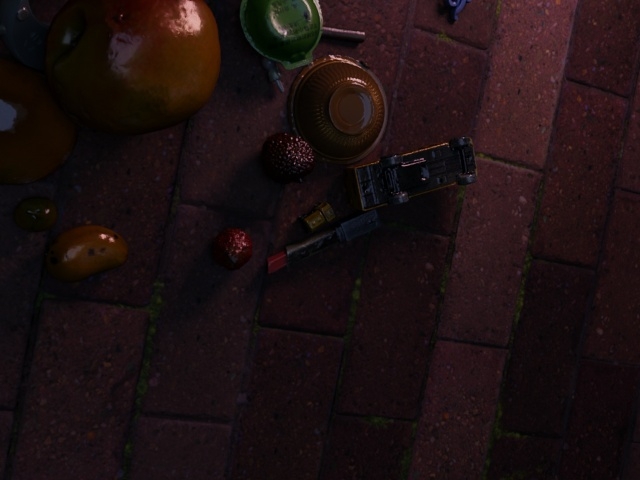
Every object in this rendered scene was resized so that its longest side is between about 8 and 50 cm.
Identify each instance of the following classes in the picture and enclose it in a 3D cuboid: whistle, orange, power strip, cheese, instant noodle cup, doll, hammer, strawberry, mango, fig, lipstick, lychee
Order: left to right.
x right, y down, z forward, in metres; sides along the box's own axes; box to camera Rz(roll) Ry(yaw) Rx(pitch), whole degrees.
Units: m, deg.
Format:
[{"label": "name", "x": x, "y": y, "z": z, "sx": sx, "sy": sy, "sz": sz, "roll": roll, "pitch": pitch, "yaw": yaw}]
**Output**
[{"label": "orange", "x": -0.658, "y": -0.250, "z": 1.701, "sx": 0.310, "sy": 0.274, "sz": 0.274, "roll": 31, "pitch": 82, "yaw": -54}, {"label": "fig", "x": -0.593, "y": -0.054, "z": 1.743, "sx": 0.084, "sy": 0.098, "sz": 0.082, "roll": 34, "pitch": 80, "yaw": -34}, {"label": "power strip", "x": -0.560, "y": -0.426, "z": 1.672, "sx": 0.253, "sy": 0.054, "sz": 0.167, "roll": -9, "pitch": 130, "yaw": -59}, {"label": "mango", "x": -0.506, "y": 0.025, "z": 1.792, "sx": 0.178, "sy": 0.090, "sz": 0.115, "roll": -20, "pitch": 112, "yaw": -23}, {"label": "strawberry", "x": -0.201, "y": 0.021, "z": 1.918, "sx": 0.106, "sy": 0.106, "sz": 0.106, "roll": -2, "pitch": 96, "yaw": -23}, {"label": "whistle", "x": -0.110, "y": -0.393, "z": 1.947, "sx": 0.035, "sy": 0.035, "sz": 0.100, "roll": -31, "pitch": 107, "yaw": -17}, {"label": "cheese", "x": -0.101, "y": -0.548, "z": 1.887, "sx": 0.204, "sy": 0.083, "sz": 0.320, "roll": -23, "pitch": 97, "yaw": -22}, {"label": "lychee", "x": -0.079, "y": -0.190, "z": 1.935, "sx": 0.129, "sy": 0.123, "sz": 0.123, "roll": 44, "pitch": 78, "yaw": -15}, {"label": "hammer", "x": -0.030, "y": -0.502, "z": 1.975, "sx": 0.297, "sy": 0.027, "sz": 0.125, "roll": 0, "pitch": 95, "yaw": -24}, {"label": "lipstick", "x": 0.000, "y": 0.000, "z": 2.026, "sx": 0.312, "sy": 0.051, "sz": 0.051, "roll": -24, "pitch": 106, "yaw": -17}, {"label": "instant noodle cup", "x": 0.060, "y": -0.316, "z": 1.997, "sx": 0.274, "sy": 0.091, "sz": 0.274, "roll": -2, "pitch": 96, "yaw": -22}, {"label": "doll", "x": 0.356, "y": -0.663, "z": 2.104, "sx": 0.110, "sy": 0.067, "sz": 0.205, "roll": 1, "pitch": 106, "yaw": -37}]

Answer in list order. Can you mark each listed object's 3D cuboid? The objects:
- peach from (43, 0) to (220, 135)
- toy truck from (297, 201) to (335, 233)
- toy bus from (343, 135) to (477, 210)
[{"label": "peach", "x": -0.365, "y": -0.363, "z": 1.682, "sx": 0.373, "sy": 0.290, "sz": 0.372, "roll": -34, "pitch": 138, "yaw": -37}, {"label": "toy truck", "x": -0.006, "y": -0.056, "z": 2.014, "sx": 0.083, "sy": 0.054, "sz": 0.049, "roll": -35, "pitch": 107, "yaw": -17}, {"label": "toy bus", "x": 0.227, "y": -0.168, "z": 2.064, "sx": 0.336, "sy": 0.123, "sz": 0.121, "roll": -17, "pitch": 100, "yaw": -21}]
